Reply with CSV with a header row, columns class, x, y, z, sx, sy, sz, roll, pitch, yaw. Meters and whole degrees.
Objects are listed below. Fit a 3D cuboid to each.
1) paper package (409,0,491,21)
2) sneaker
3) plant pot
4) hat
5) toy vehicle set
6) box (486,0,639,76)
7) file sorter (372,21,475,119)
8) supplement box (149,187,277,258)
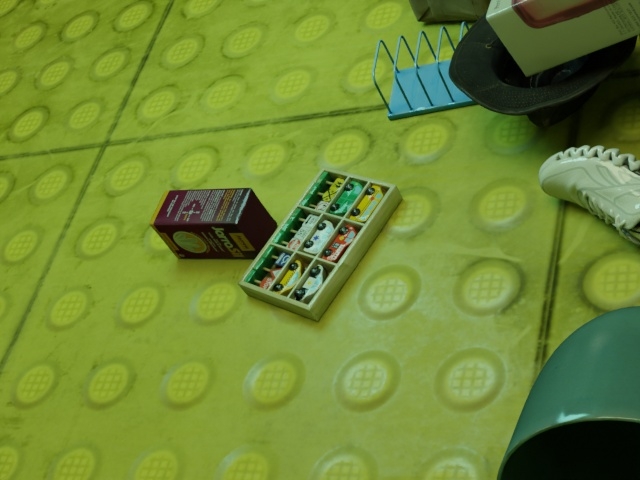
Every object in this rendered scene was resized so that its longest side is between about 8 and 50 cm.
class,x,y,z,sx,sy,sz,roll,pitch,yaw
paper package,0.258,-0.614,2.046,0.168,0.309,0.324,9,58,31
sneaker,0.440,-0.060,1.603,0.292,0.110,0.118,12,68,38
plant pot,0.369,0.218,1.274,0.293,0.293,0.235,-5,36,27
hat,0.370,-0.277,1.814,0.331,0.134,0.331,-12,42,11
toy vehicle set,0.000,0.000,1.851,0.166,0.035,0.267,16,62,39
box,0.385,-0.367,1.651,0.232,0.127,0.148,-17,36,38
file sorter,0.189,-0.302,1.959,0.170,0.104,0.118,-8,49,24
supplement box,-0.186,-0.028,1.937,0.188,0.104,0.080,0,53,31
